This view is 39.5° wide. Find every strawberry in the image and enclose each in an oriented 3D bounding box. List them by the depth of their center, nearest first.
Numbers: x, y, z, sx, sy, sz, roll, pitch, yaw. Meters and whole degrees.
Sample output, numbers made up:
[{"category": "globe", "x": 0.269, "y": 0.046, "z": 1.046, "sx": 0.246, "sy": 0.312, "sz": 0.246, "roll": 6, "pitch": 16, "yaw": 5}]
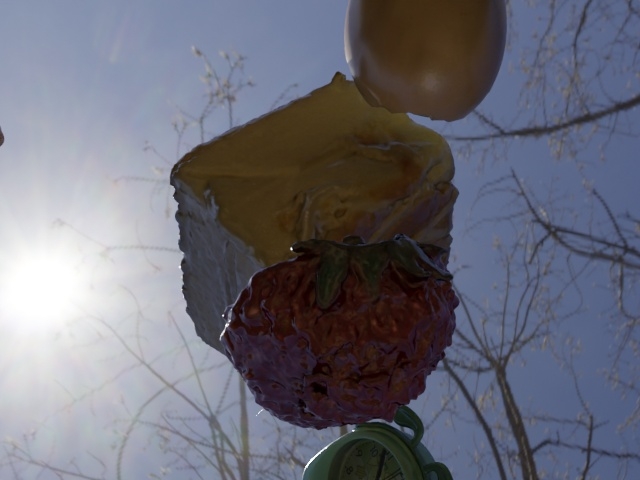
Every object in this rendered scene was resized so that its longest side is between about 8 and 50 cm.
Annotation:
[{"category": "strawberry", "x": 0.021, "y": 0.101, "z": 0.689, "sx": 0.190, "sy": 0.237, "sz": 0.111, "roll": -9, "pitch": -125, "yaw": -21}]

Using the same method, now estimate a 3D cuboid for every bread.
[{"category": "bread", "x": 0.000, "y": 0.000, "z": 1.328, "sx": 0.390, "sy": 0.371, "sz": 0.279, "roll": -32, "pitch": -126, "yaw": -32}]

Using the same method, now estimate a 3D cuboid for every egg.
[{"category": "egg", "x": 0.131, "y": -0.270, "z": 1.098, "sx": 0.200, "sy": 0.245, "sz": 0.201, "roll": 2, "pitch": -148, "yaw": -1}]

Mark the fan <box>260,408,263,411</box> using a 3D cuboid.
[{"category": "fan", "x": 0.017, "y": 0.191, "z": 1.478, "sx": 0.310, "sy": 0.182, "sz": 0.010, "roll": -36, "pitch": -96, "yaw": -14}]

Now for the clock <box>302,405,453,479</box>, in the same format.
[{"category": "clock", "x": 0.068, "y": 0.271, "z": 0.956, "sx": 0.188, "sy": 0.060, "sz": 0.148, "roll": -47, "pitch": -125, "yaw": 32}]

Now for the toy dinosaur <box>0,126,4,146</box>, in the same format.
[{"category": "toy dinosaur", "x": -0.663, "y": -0.258, "z": 1.597, "sx": 0.194, "sy": 0.177, "sz": 0.152, "roll": 33, "pitch": -87, "yaw": 22}]
